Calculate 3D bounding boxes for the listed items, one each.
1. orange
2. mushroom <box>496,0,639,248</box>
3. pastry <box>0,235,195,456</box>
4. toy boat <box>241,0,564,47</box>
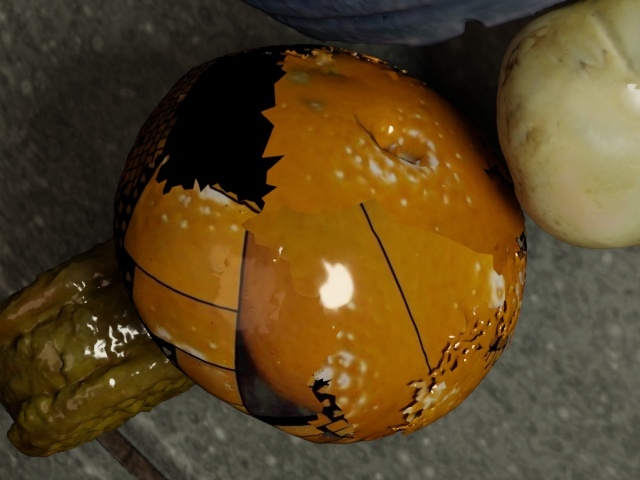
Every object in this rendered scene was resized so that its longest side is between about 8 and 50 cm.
[{"bbox_3d":[0.000,0.000,0.853,0.234,0.234,0.182,52,131,5],"label":"orange"},{"bbox_3d":[0.155,-0.064,0.783,0.148,0.112,0.148,-3,107,-10],"label":"mushroom"},{"bbox_3d":[-0.134,0.063,1.011,0.189,0.189,0.103,-35,83,41],"label":"pastry"},{"bbox_3d":[0.048,-0.171,0.802,0.283,0.127,0.078,-10,149,42],"label":"toy boat"}]
